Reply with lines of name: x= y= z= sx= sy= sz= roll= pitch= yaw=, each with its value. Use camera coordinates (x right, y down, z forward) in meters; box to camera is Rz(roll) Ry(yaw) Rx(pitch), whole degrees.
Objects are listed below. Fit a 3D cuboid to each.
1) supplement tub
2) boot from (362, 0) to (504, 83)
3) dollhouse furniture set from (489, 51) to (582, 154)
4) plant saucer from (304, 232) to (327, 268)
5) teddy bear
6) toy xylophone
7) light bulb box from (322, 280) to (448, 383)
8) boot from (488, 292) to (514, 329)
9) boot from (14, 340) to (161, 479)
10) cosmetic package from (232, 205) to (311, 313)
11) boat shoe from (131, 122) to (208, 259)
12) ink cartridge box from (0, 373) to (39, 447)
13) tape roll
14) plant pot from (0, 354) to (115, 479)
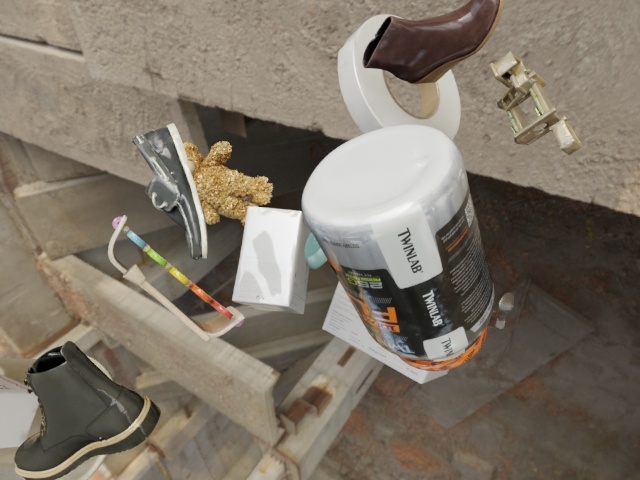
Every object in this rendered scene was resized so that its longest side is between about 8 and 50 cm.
supplement tub: x=0.127 y=0.028 z=0.643 sx=0.207 sy=0.207 sz=0.338 roll=6 pitch=139 yaw=38
boot: x=0.227 y=-0.424 z=0.924 sx=0.248 sy=0.206 sz=0.090 roll=-45 pitch=53 yaw=48
dollhouse furniture set: x=0.407 y=-0.253 z=0.909 sx=0.101 sy=0.160 sz=0.182 roll=-37 pitch=53 yaw=40
plant saucer: x=0.000 y=0.000 z=0.916 sx=0.021 sy=0.119 sz=0.119 roll=29 pitch=147 yaw=-23
teddy bear: x=-0.305 y=-0.161 z=1.333 sx=0.338 sy=0.113 sz=0.245 roll=42 pitch=120 yaw=-5
toy xylophone: x=-0.282 y=0.086 z=0.868 sx=0.323 sy=0.081 sz=0.236 roll=47 pitch=164 yaw=-27
light bulb box: x=0.251 y=0.173 z=1.363 sx=0.357 sy=0.225 sz=0.361 roll=23 pitch=96 yaw=33
boot: x=0.485 y=0.193 z=1.240 sx=0.037 sy=0.107 sz=0.114 roll=23 pitch=176 yaw=7
boot: x=-0.297 y=0.186 z=0.503 sx=0.197 sy=0.077 sz=0.137 roll=-27 pitch=118 yaw=12
cosmetic package: x=-0.106 y=0.058 z=1.119 sx=0.138 sy=0.225 sz=0.224 roll=4 pitch=167 yaw=7
boat shoe: x=-0.234 y=-0.072 z=0.718 sx=0.233 sy=0.079 sz=0.084 roll=68 pitch=160 yaw=11
ink cartridge box: x=-0.575 y=0.249 z=0.677 sx=0.160 sy=0.093 sz=0.219 roll=9 pitch=166 yaw=25
tape roll: x=0.220 y=-0.406 z=1.203 sx=0.392 sy=0.392 sz=0.072 roll=54 pitch=145 yaw=-11
plant pot: x=-0.660 y=0.381 z=0.950 sx=0.333 sy=0.334 sz=0.305 roll=30 pitch=164 yaw=18
